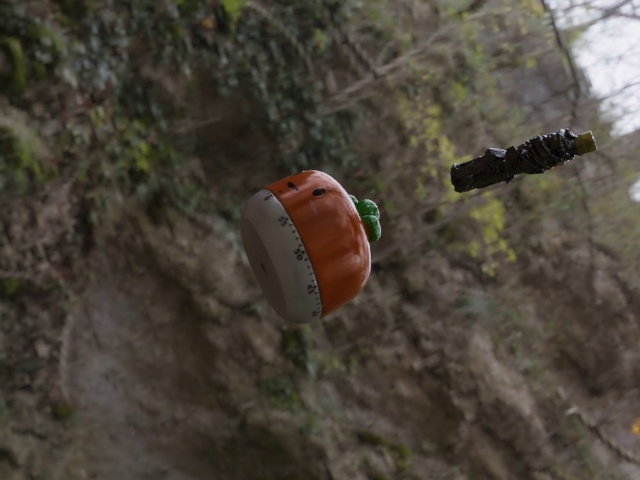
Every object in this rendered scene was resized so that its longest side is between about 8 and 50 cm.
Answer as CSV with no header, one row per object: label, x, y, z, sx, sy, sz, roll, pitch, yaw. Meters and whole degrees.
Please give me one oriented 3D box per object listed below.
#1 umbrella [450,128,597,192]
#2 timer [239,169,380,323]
umbrella,0.197,-0.079,1.342,0.040,0.144,0.037,46,31,-62
timer,0.000,0.000,1.220,0.099,0.136,0.136,-134,-145,-57
